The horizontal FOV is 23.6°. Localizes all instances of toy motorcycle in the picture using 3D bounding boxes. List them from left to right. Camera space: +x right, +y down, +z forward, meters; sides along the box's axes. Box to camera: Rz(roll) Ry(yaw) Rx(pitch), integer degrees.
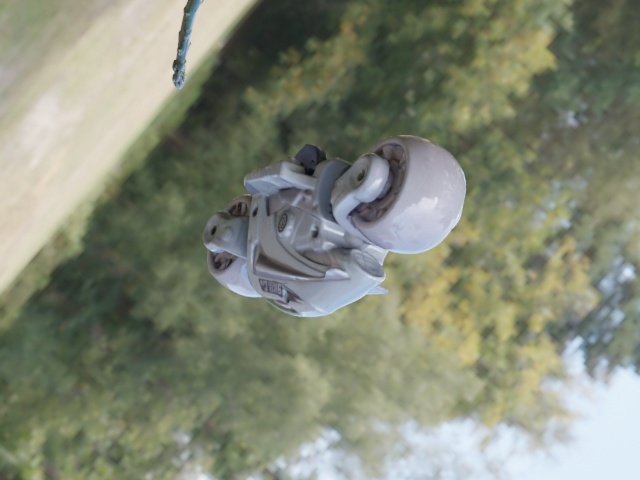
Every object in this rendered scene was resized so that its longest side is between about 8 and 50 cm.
[{"bbox_3d":[0.000,0.000,1.003,0.254,0.112,0.112,-19,-152,55],"label":"toy motorcycle"}]

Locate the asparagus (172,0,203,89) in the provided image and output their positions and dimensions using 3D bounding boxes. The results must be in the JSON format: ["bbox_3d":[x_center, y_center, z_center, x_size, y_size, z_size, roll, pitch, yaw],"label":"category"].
[{"bbox_3d":[-0.105,-0.168,1.216,0.163,0.016,0.016,114,-6,-54],"label":"asparagus"}]
